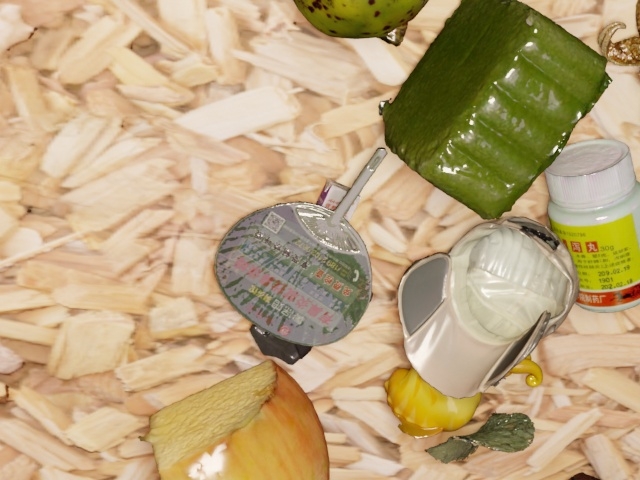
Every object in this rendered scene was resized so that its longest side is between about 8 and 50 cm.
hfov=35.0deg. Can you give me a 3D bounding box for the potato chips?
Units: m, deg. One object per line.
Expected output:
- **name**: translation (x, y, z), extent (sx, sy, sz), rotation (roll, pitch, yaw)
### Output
- **potato chips**: translation (0.237, 0.300, 1.524), extent (0.167, 0.228, 0.059), rotation (-17, 80, -20)

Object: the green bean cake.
- **green bean cake**: translation (0.216, -0.177, 1.301), extent (0.156, 0.247, 0.250), rotation (29, 102, -22)

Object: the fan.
- **fan**: translation (-0.033, 0.007, 1.405), extent (0.223, 0.012, 0.295), rotation (5, 105, -2)

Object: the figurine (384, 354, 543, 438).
- **figurine**: translation (0.213, 0.213, 1.530), extent (0.246, 0.131, 0.156), rotation (-25, 140, -13)

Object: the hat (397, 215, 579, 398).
- **hat**: translation (0.245, 0.100, 1.437), extent (0.275, 0.232, 0.161), rotation (-54, 139, -7)

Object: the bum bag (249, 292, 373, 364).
- **bum bag**: translation (-0.009, 0.100, 1.466), extent (0.197, 0.049, 0.087), rotation (-41, 90, 4)

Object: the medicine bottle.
- **medicine bottle**: translation (0.406, -0.021, 1.468), extent (0.139, 0.139, 0.226), rotation (-21, 114, -5)

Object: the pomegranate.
- **pomegranate**: translation (0.041, -0.359, 1.243), extent (0.198, 0.246, 0.198), rotation (-25, 151, -15)

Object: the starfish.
- **starfish**: translation (0.480, -0.274, 1.380), extent (0.146, 0.190, 0.074), rotation (-52, 150, 14)

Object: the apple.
- **apple**: translation (-0.113, 0.369, 1.475), extent (0.252, 0.314, 0.309), rotation (-9, 114, 37)

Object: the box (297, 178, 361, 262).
- **box**: translation (0.009, -0.024, 1.425), extent (0.050, 0.036, 0.117), rotation (20, 105, -19)

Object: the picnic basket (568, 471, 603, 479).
- **picnic basket**: translation (0.428, 0.528, 1.693), extent (0.222, 0.129, 0.297), rotation (31, 100, -21)
